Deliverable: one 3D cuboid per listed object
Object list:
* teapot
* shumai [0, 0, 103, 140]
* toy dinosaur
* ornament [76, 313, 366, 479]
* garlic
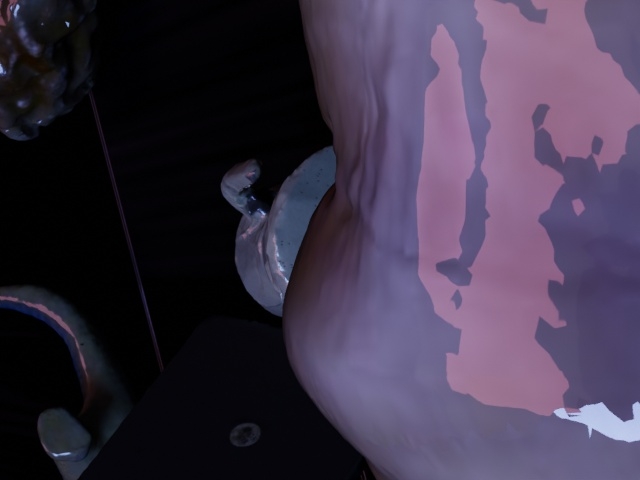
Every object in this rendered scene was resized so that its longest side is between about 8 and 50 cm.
[{"bbox_3d":[0.000,0.000,0.561,0.067,0.057,0.083,38,167,-9],"label":"teapot"},{"bbox_3d":[-0.190,-0.123,0.775,0.206,0.175,0.166,-128,31,-50],"label":"shumai"},{"bbox_3d":[-0.073,0.142,0.824,0.248,0.075,0.188,57,160,24],"label":"toy dinosaur"},{"bbox_3d":[-0.005,0.131,0.612,0.088,0.081,0.203,13,130,30],"label":"ornament"},{"bbox_3d":[0.045,-0.015,0.381,0.228,0.110,0.217,171,88,-68],"label":"garlic"}]
